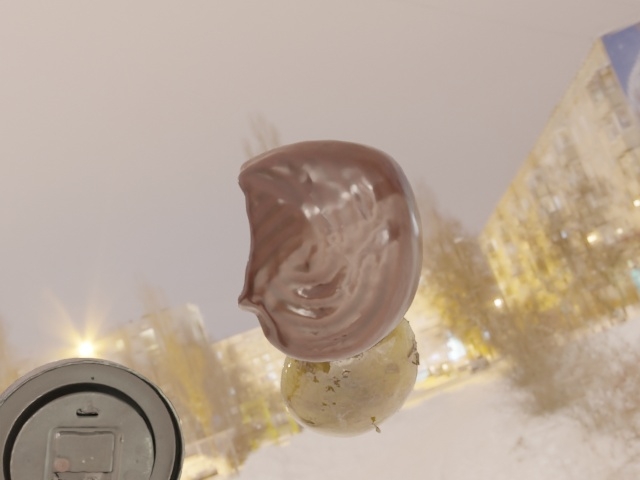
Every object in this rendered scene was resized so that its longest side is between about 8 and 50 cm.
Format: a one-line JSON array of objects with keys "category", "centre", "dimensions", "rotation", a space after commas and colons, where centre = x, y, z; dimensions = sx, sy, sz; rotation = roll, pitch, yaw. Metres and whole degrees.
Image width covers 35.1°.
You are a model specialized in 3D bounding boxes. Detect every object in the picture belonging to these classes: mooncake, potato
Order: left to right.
[{"category": "mooncake", "centre": [0.000, 0.000, 1.505], "dimensions": [0.326, 0.334, 0.174], "rotation": [-55, -6, 11]}, {"category": "potato", "centre": [0.052, 0.251, 1.790], "dimensions": [0.299, 0.239, 0.116], "rotation": [-58, 10, 23]}]

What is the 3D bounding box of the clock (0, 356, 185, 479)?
[{"category": "clock", "centre": [-0.326, 0.292, 1.367], "dimensions": [0.281, 0.280, 0.055], "rotation": [-18, 12, -18]}]
